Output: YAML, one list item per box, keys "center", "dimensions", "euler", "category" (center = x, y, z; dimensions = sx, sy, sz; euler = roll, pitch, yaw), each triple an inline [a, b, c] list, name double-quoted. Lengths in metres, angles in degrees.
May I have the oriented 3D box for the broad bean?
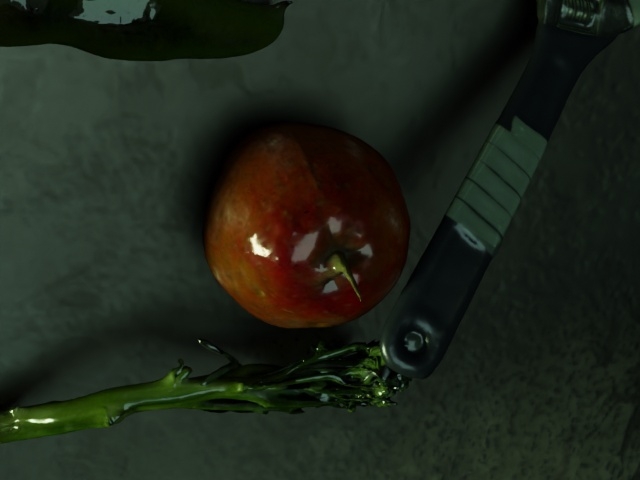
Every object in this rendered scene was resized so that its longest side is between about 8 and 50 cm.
- center: [-0.154, -0.125, 0.772]
  dimensions: [0.297, 0.043, 0.060]
  euler: [-1, 129, -21]
  category: "broad bean"

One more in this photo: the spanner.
- center: [0.112, -0.062, 0.858]
  dimensions: [0.087, 0.024, 0.316]
  euler: [35, 74, -20]
  category: "spanner"

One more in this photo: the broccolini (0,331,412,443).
- center: [-0.077, 0.093, 0.886]
  dimensions: [0.271, 0.062, 0.123]
  euler: [-9, 158, -2]
  category: "broccolini"

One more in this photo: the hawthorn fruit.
- center: [-0.002, -0.010, 0.839]
  dimensions: [0.125, 0.140, 0.125]
  euler: [6, 75, -23]
  category: "hawthorn fruit"
